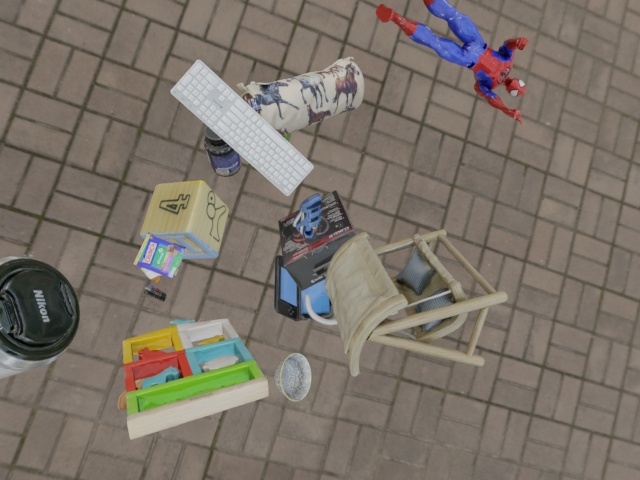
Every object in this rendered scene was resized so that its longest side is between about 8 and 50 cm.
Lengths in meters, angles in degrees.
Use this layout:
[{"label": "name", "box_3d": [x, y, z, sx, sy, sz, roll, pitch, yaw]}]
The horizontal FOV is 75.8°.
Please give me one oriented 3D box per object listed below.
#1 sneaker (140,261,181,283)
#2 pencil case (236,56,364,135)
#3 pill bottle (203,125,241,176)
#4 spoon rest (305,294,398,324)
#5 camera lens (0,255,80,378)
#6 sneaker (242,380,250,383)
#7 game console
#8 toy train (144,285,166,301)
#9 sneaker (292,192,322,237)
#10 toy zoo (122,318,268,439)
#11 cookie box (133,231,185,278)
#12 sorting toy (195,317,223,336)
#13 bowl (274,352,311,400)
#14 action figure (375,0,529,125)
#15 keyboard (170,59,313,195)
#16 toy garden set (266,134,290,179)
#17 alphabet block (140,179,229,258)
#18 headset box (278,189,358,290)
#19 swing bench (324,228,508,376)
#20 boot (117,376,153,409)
[{"label": "sneaker", "box_3d": [-0.675, 0.087, 1.891, 0.290, 0.106, 0.123, -45, 115, -37]}, {"label": "pencil case", "box_3d": [-0.054, -0.461, 1.324, 0.410, 0.160, 0.183, -25, 123, -21]}, {"label": "pill bottle", "box_3d": [-0.380, -0.353, 1.587, 0.123, 0.219, 0.122, 1, 64, -3]}, {"label": "spoon rest", "box_3d": [0.090, 0.210, 1.213, 0.277, 0.137, 0.084, 4, 75, -1]}, {"label": "camera lens", "box_3d": [-0.650, 0.165, 0.809, 0.274, 0.219, 0.219, -19, 90, 14]}, {"label": "sneaker", "box_3d": [-0.336, 0.619, 1.880, 0.042, 0.067, 0.118, -15, 101, 26]}, {"label": "game console", "box_3d": [-0.078, 0.218, 1.946, 0.173, 0.250, 0.293, -20, 55, 27]}, {"label": "toy train", "box_3d": [-0.602, 0.194, 1.507, 0.027, 0.158, 0.036, 24, 74, 9]}, {"label": "sneaker", "box_3d": [-0.022, -0.060, 0.999, 0.053, 0.144, 0.059, -25, 69, -28]}, {"label": "toy zoo", "box_3d": [-0.225, 0.201, 0.692, 0.192, 0.293, 0.030, -9, 106, -26]}, {"label": "cookie box", "box_3d": [-0.438, 0.041, 1.123, 0.107, 0.040, 0.091, 25, 87, -20]}, {"label": "sorting toy", "box_3d": [-0.396, 0.329, 1.509, 0.132, 0.275, 0.046, 32, 71, -29]}, {"label": "bowl", "box_3d": [-0.118, 0.510, 1.535, 0.170, 0.080, 0.170, 24, 58, -47]}, {"label": "action figure", "box_3d": [0.224, -0.264, 0.581, 0.280, 0.139, 0.091, 18, 119, -31]}, {"label": "keyboard", "box_3d": [-0.127, -0.186, 0.697, 0.256, 0.014, 0.072, 41, 97, -15]}, {"label": "toy garden set", "box_3d": [-0.213, -0.398, 1.906, 0.049, 0.204, 0.244, 22, 95, 1]}, {"label": "alphabet block", "box_3d": [-0.447, -0.065, 1.381, 0.194, 0.192, 0.197, -1, 62, 16]}, {"label": "headset box", "box_3d": [0.000, 0.000, 1.210, 0.218, 0.293, 0.110, -28, 121, 7]}, {"label": "swing bench", "box_3d": [0.152, 0.100, 0.776, 0.255, 0.253, 0.165, 1, 116, -11]}, {"label": "boot", "box_3d": [-0.757, 0.658, 1.736, 0.152, 0.073, 0.197, 25, 101, 1]}]
